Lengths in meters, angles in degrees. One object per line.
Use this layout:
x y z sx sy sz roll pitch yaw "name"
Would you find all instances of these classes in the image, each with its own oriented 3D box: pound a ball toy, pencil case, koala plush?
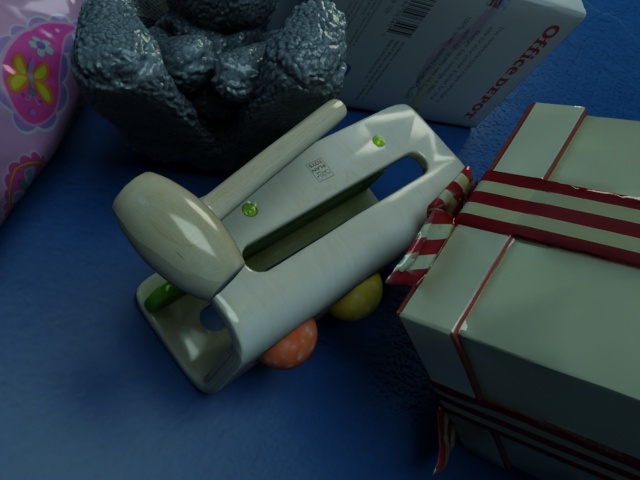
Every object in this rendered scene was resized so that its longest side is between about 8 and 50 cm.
0.000 0.000 0.493 0.319 0.208 0.136 -32 80 -37 "pound a ball toy"
-0.259 -0.089 0.472 0.124 0.124 0.284 25 55 -13 "pencil case"
-0.087 -0.188 0.540 0.196 0.203 0.221 -1 77 -6 "koala plush"

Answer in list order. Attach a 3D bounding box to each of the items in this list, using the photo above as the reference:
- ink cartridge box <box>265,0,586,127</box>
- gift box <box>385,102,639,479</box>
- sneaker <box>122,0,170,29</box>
0.097 -0.272 0.702 0.270 0.198 0.197 4 61 -26 "ink cartridge box"
0.204 0.067 0.479 0.258 0.255 0.276 18 56 39 "gift box"
-0.229 -0.289 0.593 0.283 0.122 0.110 38 53 -3 "sneaker"
